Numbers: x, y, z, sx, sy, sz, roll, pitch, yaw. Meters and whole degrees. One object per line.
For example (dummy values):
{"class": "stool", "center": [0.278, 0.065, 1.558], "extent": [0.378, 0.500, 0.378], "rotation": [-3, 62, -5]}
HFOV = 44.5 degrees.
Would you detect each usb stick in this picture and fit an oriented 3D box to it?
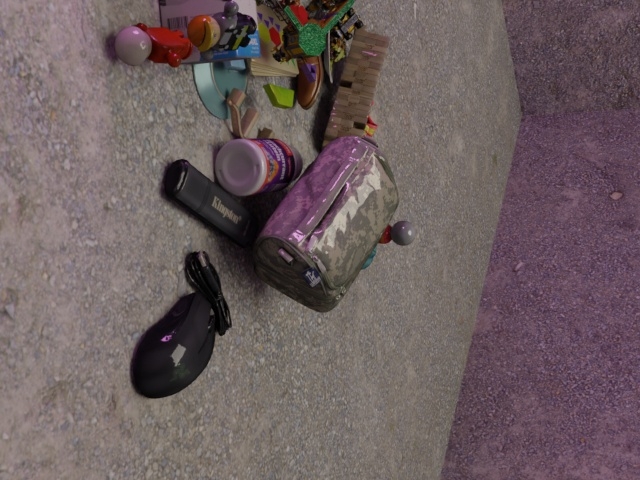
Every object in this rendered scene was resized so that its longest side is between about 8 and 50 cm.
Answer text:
{"class": "usb stick", "center": [-0.194, -0.062, 1.436], "extent": [0.278, 0.045, 0.077], "rotation": [42, 53, -58]}

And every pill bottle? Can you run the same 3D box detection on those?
{"class": "pill bottle", "center": [-0.112, -0.146, 1.531], "extent": [0.193, 0.108, 0.108], "rotation": [-17, 106, -64]}

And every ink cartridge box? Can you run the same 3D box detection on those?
{"class": "ink cartridge box", "center": [-0.189, -0.405, 1.316], "extent": [0.086, 0.148, 0.203], "rotation": [-23, 112, -60]}

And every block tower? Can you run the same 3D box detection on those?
{"class": "block tower", "center": [0.087, -0.358, 1.901], "extent": [0.091, 0.097, 0.335], "rotation": [104, 0, -70]}

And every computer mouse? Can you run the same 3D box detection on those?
{"class": "computer mouse", "center": [-0.223, 0.161, 1.353], "extent": [0.272, 0.072, 0.188], "rotation": [-58, 141, -47]}

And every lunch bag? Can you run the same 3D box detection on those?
{"class": "lunch bag", "center": [0.009, -0.036, 1.536], "extent": [0.305, 0.212, 0.256], "rotation": [-55, 168, -22]}

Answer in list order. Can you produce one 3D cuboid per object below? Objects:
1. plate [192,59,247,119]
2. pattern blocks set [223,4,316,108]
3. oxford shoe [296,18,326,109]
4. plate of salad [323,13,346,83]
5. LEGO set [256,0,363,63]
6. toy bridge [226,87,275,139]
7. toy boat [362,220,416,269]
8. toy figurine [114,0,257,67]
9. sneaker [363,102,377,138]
{"class": "plate", "center": [-0.180, -0.325, 1.482], "extent": [0.188, 0.024, 0.188], "rotation": [-2, 92, -63]}
{"class": "pattern blocks set", "center": [-0.107, -0.401, 1.563], "extent": [0.325, 0.026, 0.285], "rotation": [11, 67, -57]}
{"class": "oxford shoe", "center": [-0.039, -0.396, 1.742], "extent": [0.076, 0.076, 0.212], "rotation": [10, 77, -39]}
{"class": "plate of salad", "center": [0.036, -0.471, 1.846], "extent": [0.200, 0.048, 0.199], "rotation": [2, 90, -85]}
{"class": "LEGO set", "center": [-0.086, -0.501, 1.496], "extent": [0.331, 0.192, 0.255], "rotation": [41, 72, -28]}
{"class": "toy bridge", "center": [-0.144, -0.229, 1.535], "extent": [0.063, 0.026, 0.188], "rotation": [-61, 157, -8]}
{"class": "toy boat", "center": [0.129, -0.044, 1.988], "extent": [0.318, 0.148, 0.267], "rotation": [22, 71, -62]}
{"class": "toy figurine", "center": [-0.219, -0.374, 1.190], "extent": [0.148, 0.209, 0.213], "rotation": [-23, 111, -56]}
{"class": "sneaker", "center": [0.099, -0.268, 1.981], "extent": [0.081, 0.094, 0.208], "rotation": [-28, 117, -63]}
